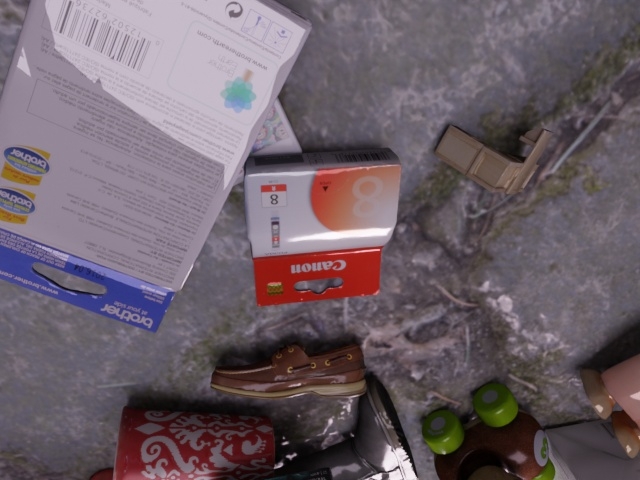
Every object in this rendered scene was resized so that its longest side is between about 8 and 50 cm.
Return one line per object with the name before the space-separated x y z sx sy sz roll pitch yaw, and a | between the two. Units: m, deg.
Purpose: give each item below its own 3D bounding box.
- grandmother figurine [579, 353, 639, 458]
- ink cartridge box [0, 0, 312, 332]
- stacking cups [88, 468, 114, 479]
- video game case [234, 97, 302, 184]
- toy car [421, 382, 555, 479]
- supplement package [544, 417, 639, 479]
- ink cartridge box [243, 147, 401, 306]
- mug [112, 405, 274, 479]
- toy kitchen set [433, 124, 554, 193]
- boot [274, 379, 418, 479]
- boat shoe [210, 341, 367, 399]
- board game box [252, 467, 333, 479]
grandmother figurine | 0.479 0.121 0.594 0.342 0.104 0.208 -36 98 27
ink cartridge box | -0.161 -0.082 0.443 0.185 0.065 0.311 23 108 -19
stacking cups | -0.250 0.386 0.540 0.095 0.316 0.096 -4 114 -8
video game case | -0.112 -0.119 0.478 0.143 0.019 0.157 -24 117 4
toy car | 0.225 0.300 0.630 0.148 0.188 0.155 -31 110 8
supplement package | 0.420 0.367 0.722 0.194 0.149 0.203 -7 117 -5
ink cartridge box | 0.000 0.000 0.531 0.145 0.045 0.179 -5 120 -8
mug | -0.148 0.259 0.622 0.169 0.113 0.150 4 143 -15
toy kitchen set | 0.176 -0.095 0.527 0.083 0.075 0.068 -6 130 -51
boot | 0.006 0.277 0.669 0.208 0.076 0.190 -16 117 7
boat shoe | -0.034 0.145 0.602 0.177 0.064 0.060 1 85 -11
board game box | -0.058 0.321 0.610 0.126 0.026 0.186 -4 135 -15
